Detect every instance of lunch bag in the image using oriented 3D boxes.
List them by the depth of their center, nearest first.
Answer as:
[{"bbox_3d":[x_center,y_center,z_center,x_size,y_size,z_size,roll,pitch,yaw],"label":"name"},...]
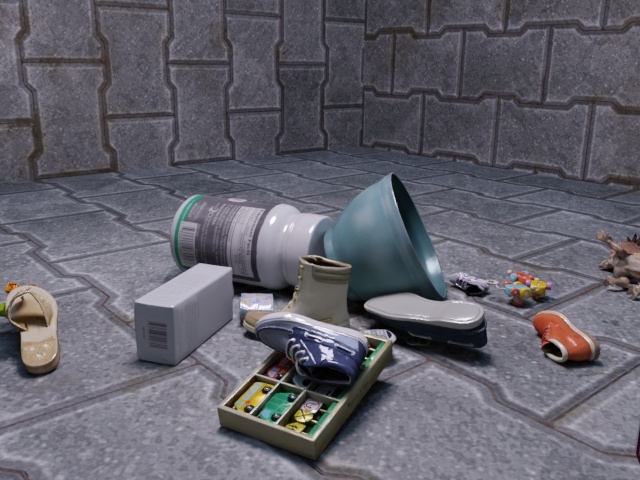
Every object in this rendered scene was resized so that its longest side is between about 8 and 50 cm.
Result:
[{"bbox_3d":[-0.133,0.140,1.292,0.071,0.053,0.083,1,6,-7],"label":"lunch bag"}]

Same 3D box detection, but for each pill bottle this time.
[{"bbox_3d":[-0.157,0.007,1.482,0.360,0.204,0.204,9,18,24],"label":"pill bottle"}]

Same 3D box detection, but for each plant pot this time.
[{"bbox_3d":[0.129,0.023,1.374,0.196,0.293,0.293,-23,10,17],"label":"plant pot"}]

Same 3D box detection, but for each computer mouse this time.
[{"bbox_3d":[0.042,0.198,1.123,0.192,0.042,0.106,-5,11,0],"label":"computer mouse"}]

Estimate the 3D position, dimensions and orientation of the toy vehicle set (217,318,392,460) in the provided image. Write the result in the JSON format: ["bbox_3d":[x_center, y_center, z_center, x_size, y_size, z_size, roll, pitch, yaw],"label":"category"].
[{"bbox_3d":[-0.014,0.218,0.974,0.165,0.035,0.267,10,28,27],"label":"toy vehicle set"}]

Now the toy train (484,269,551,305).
[{"bbox_3d":[0.457,0.111,1.440,0.166,0.046,0.125,-10,18,-42],"label":"toy train"}]

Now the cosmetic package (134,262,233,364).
[{"bbox_3d":[-0.254,0.133,1.193,0.085,0.118,0.231,7,16,16],"label":"cosmetic package"}]

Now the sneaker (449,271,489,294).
[{"bbox_3d":[0.340,0.104,1.462,0.098,0.038,0.069,10,18,32],"label":"sneaker"}]

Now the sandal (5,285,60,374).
[{"bbox_3d":[-0.520,0.129,1.121,0.088,0.079,0.240,-15,42,-24],"label":"sandal"}]

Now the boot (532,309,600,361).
[{"bbox_3d":[0.439,0.180,1.175,0.084,0.059,0.158,-9,19,-16],"label":"boot"}]

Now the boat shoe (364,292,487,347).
[{"bbox_3d":[0.200,0.154,1.199,0.254,0.079,0.095,1,30,35],"label":"boat shoe"}]

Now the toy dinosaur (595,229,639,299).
[{"bbox_3d":[0.790,0.061,1.500,0.200,0.127,0.295,-1,20,-31],"label":"toy dinosaur"}]

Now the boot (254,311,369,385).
[{"bbox_3d":[-0.026,0.167,0.959,0.189,0.069,0.086,6,32,18],"label":"boot"}]

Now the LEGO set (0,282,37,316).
[{"bbox_3d":[-0.628,0.137,1.246,0.227,0.093,0.087,6,47,1],"label":"LEGO set"}]

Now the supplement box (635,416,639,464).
[{"bbox_3d":[0.467,0.296,0.736,0.130,0.073,0.239,5,15,16],"label":"supplement box"}]

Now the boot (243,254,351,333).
[{"bbox_3d":[-0.045,0.109,1.196,0.213,0.165,0.077,5,16,12],"label":"boot"}]
